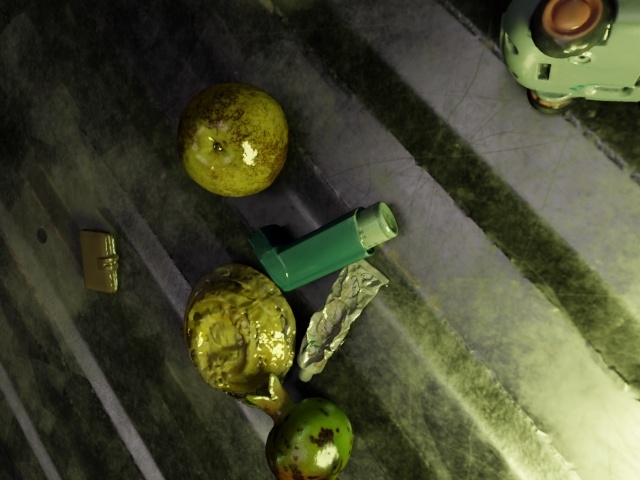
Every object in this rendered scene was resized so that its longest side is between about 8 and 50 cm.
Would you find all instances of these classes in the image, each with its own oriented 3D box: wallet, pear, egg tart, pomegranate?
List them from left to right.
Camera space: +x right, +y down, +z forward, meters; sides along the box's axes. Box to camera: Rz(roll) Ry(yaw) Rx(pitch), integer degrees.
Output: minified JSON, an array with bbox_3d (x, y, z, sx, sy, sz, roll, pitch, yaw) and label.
[{"bbox_3d":[-0.539,0.050,1.017,0.117,0.038,0.153,8,102,28],"label":"wallet"},{"bbox_3d":[-0.155,-0.174,0.719,0.197,0.197,0.198,3,96,26],"label":"pear"},{"bbox_3d":[-0.175,0.185,0.816,0.278,0.095,0.280,2,95,26],"label":"egg tart"},{"bbox_3d":[-0.044,0.332,0.720,0.220,0.156,0.156,39,113,-8],"label":"pomegranate"}]

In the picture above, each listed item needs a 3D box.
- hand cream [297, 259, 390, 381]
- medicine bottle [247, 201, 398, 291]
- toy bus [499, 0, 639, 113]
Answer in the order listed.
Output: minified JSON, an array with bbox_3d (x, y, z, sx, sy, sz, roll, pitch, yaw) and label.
[{"bbox_3d":[0.022,0.148,0.741,0.084,0.050,0.257,37,107,22],"label":"hand cream"},{"bbox_3d":[0.000,0.000,0.717,0.258,0.079,0.124,-23,82,26],"label":"medicine bottle"},{"bbox_3d":[0.360,-0.269,0.460,0.287,0.194,0.233,13,88,26],"label":"toy bus"}]
